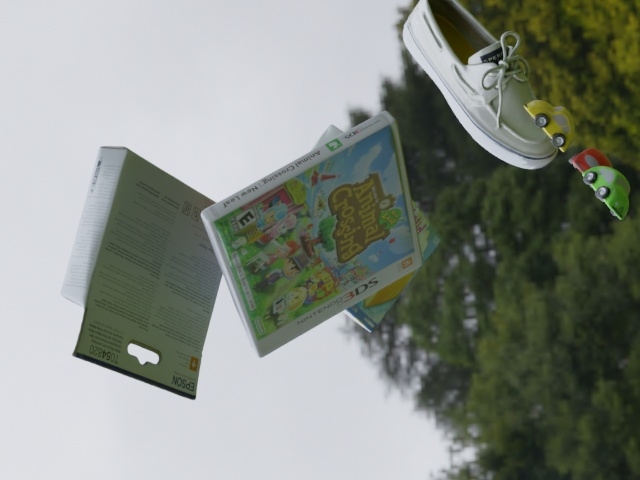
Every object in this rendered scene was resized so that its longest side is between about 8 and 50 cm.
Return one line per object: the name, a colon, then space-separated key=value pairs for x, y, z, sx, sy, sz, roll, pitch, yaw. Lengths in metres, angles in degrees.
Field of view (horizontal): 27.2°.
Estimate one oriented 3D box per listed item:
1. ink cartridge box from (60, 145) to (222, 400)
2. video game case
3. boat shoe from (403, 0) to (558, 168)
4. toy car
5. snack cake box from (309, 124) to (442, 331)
ink cartridge box: x=-0.185 y=0.040 z=1.419 sx=0.223 sy=0.045 sz=0.224 roll=34 pitch=-116 yaw=-56
video game case: x=0.000 y=0.000 z=1.230 sx=0.023 sy=0.193 sz=0.212 roll=51 pitch=165 yaw=38
boat shoe: x=0.293 y=-0.295 z=2.271 sx=0.136 sy=0.156 sz=0.367 roll=-27 pitch=-108 yaw=-26
toy car: x=0.435 y=-0.117 z=2.100 sx=0.239 sy=0.053 sz=0.225 roll=39 pitch=-165 yaw=-39
snack cake box: x=0.037 y=-0.007 z=1.547 sx=0.152 sy=0.089 sz=0.264 roll=-52 pitch=-27 yaw=-3
